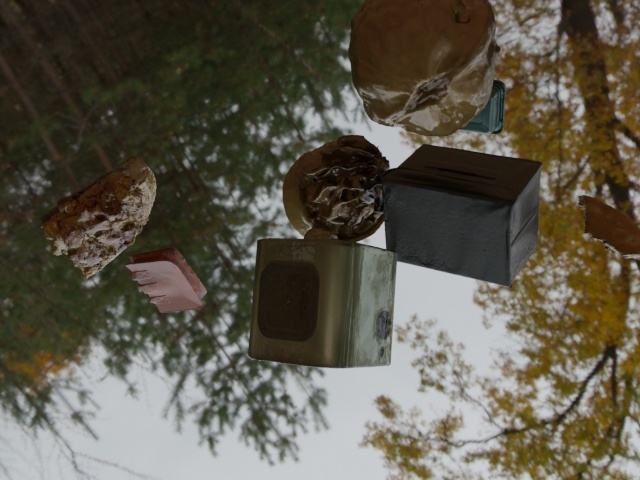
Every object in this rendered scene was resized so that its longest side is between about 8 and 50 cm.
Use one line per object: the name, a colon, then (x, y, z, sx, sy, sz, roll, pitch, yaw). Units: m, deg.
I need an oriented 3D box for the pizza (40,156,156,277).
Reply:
pizza: (-0.533, -0.045, 1.807, 0.278, 0.114, 0.409, -8, 143, -55)

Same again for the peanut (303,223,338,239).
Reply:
peanut: (0.000, 0.000, 1.941, 0.099, 0.099, 0.214, -30, 176, 1)

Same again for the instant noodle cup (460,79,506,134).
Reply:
instant noodle cup: (0.467, -0.395, 2.213, 0.157, 0.179, 0.070, 13, -142, 25)

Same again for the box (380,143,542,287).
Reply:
box: (0.351, -0.067, 1.838, 0.345, 0.251, 0.204, 15, -142, 32)

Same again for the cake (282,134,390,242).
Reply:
cake: (0.083, -0.149, 2.208, 0.332, 0.332, 0.321, -40, -169, -24)

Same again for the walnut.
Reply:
walnut: (0.227, -0.424, 1.686, 0.383, 0.383, 0.383, -26, -159, 11)

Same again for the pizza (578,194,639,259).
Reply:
pizza: (0.838, -0.027, 2.120, 0.134, 0.271, 0.056, -46, 165, -24)

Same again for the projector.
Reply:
projector: (0.007, 0.130, 1.538, 0.248, 0.249, 0.248, 0, 174, 36)

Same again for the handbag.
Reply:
handbag: (-0.421, 0.110, 2.028, 0.157, 0.212, 0.059, -9, -135, 18)
